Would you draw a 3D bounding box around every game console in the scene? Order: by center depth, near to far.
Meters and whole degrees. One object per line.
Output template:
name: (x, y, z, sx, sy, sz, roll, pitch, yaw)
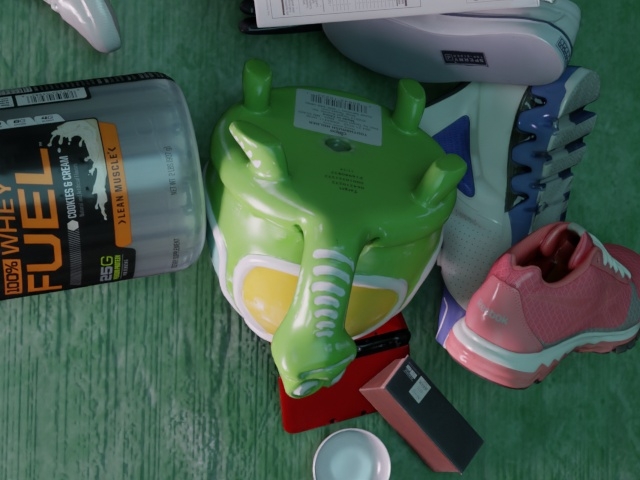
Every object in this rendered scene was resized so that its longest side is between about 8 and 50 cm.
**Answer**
game console: (0.015, 0.115, 1.478, 0.144, 0.085, 0.124, -13, 61, -16)

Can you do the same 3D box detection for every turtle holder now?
turtle holder: (0.014, -0.005, 1.337, 0.243, 0.320, 0.227, -6, 127, -31)

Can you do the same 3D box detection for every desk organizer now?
desk organizer: (0.104, 0.181, 1.468, 0.130, 0.050, 0.047, 49, 61, -17)

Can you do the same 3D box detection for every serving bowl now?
serving bowl: (0.030, 0.234, 1.471, 0.083, 0.027, 0.083, 0, 88, -15)

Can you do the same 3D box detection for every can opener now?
can opener: (0.005, -0.241, 1.470, 0.186, 0.073, 0.059, -16, 132, -12)

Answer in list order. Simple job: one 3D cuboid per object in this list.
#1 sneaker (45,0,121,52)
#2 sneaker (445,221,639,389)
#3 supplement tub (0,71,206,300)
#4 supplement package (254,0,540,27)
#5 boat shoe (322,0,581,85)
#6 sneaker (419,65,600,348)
sneaker: (-0.275, -0.263, 1.385, 0.094, 0.080, 0.212, -32, 90, -2)
sneaker: (0.251, 0.040, 1.382, 0.314, 0.116, 0.136, -21, 135, -49)
supplement tub: (-0.277, -0.044, 1.309, 0.316, 0.193, 0.193, -10, 91, -15)
supplement package: (0.064, -0.336, 1.332, 0.263, 0.199, 0.198, -4, 124, 4)
boat shoe: (0.130, -0.210, 1.398, 0.258, 0.095, 0.084, 13, 55, 23)
sneaker: (0.159, -0.057, 1.469, 0.127, 0.182, 0.315, -16, 127, -54)
